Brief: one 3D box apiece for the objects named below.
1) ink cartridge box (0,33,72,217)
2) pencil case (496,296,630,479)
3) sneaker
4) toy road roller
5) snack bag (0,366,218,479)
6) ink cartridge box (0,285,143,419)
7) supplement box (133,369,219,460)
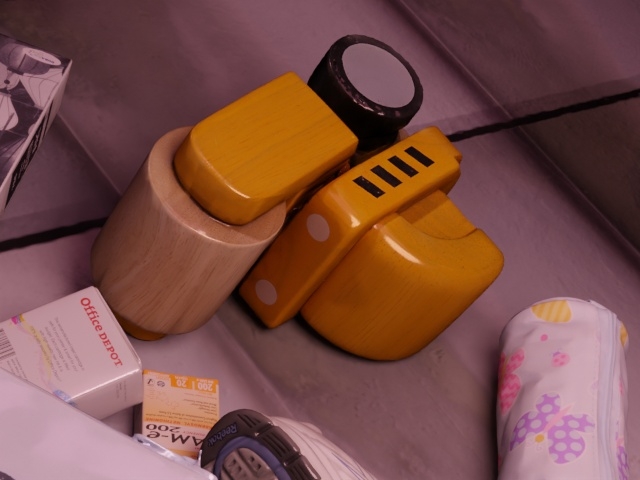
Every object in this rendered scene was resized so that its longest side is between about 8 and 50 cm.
[{"bbox_3d":[-0.336,-0.072,1.197,0.165,0.065,0.333,20,41,-6],"label":"ink cartridge box"},{"bbox_3d":[0.197,0.170,1.149,0.113,0.124,0.273,18,40,-7],"label":"pencil case"},{"bbox_3d":[0.042,0.233,1.020,0.297,0.111,0.129,52,22,16],"label":"sneaker"},{"bbox_3d":[0.000,0.000,1.185,0.240,0.202,0.329,48,44,10],"label":"toy road roller"},{"bbox_3d":[-0.278,0.204,0.912,0.323,0.037,0.342,27,50,5],"label":"snack bag"},{"bbox_3d":[-0.203,0.099,1.060,0.122,0.052,0.088,-23,57,-19],"label":"ink cartridge box"},{"bbox_3d":[-0.109,0.149,1.087,0.062,0.036,0.098,10,43,-16],"label":"supplement box"}]
